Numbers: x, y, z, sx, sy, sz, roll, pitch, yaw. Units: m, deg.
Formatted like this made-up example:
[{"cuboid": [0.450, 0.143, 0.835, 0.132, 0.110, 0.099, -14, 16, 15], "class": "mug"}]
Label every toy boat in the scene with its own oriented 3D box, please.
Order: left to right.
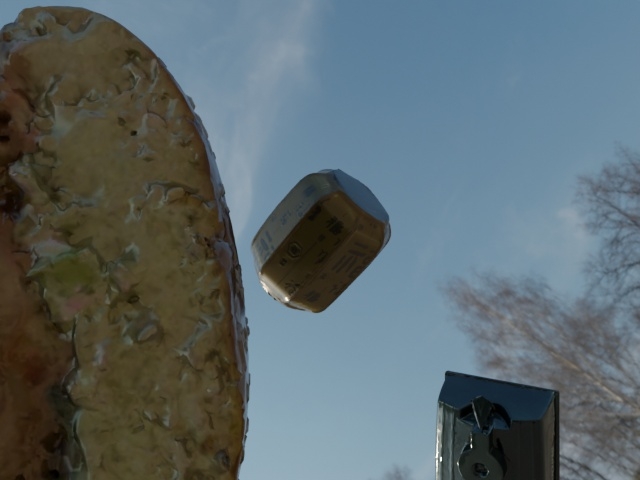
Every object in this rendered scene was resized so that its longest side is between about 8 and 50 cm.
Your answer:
[{"cuboid": [0.144, 0.218, 0.501, 0.103, 0.093, 0.246, -25, -65, -56], "class": "toy boat"}]

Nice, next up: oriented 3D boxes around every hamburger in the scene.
[{"cuboid": [-0.197, 0.054, 0.509, 0.268, 0.287, 0.445, -12, -92, -8], "class": "hamburger"}]

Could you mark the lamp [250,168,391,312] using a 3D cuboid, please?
[{"cuboid": [0.000, 0.000, 0.869, 0.161, 0.161, 0.185, 16, -56, -46], "class": "lamp"}]
